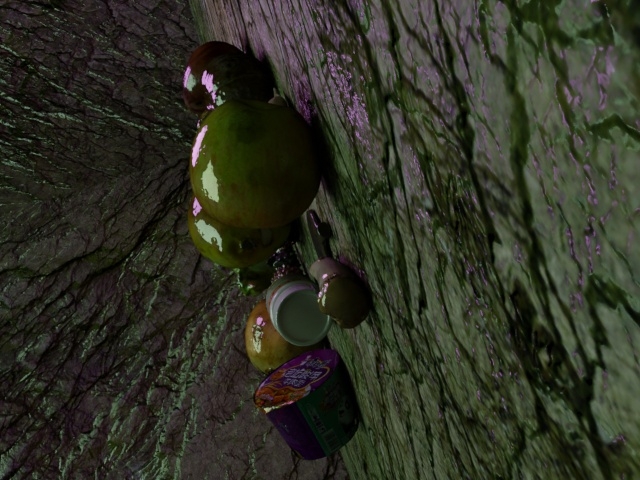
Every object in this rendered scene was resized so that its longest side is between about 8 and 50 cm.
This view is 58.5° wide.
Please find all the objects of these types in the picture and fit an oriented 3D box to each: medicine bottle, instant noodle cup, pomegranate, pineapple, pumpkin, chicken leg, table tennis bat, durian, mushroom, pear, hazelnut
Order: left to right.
[{"bbox_3d":[-0.228,-0.351,1.270,0.204,0.177,0.178,153,98,-82],"label":"hazelnut"},{"bbox_3d":[-0.166,-0.252,1.112,0.219,0.162,0.219,159,90,-79],"label":"pumpkin"},{"bbox_3d":[-0.200,-0.061,1.411,0.321,0.268,0.269,-103,0,-55],"label":"pear"},{"bbox_3d":[-0.199,-0.024,1.820,0.256,0.204,0.340,105,158,-51],"label":"durian"},{"bbox_3d":[-0.106,0.291,1.702,0.260,0.260,0.261,161,90,-82],"label":"pomegranate"},{"bbox_3d":[-0.099,0.076,1.626,0.125,0.125,0.252,87,167,-63],"label":"pineapple"},{"bbox_3d":[-0.091,-0.017,1.544,0.205,0.053,0.093,157,117,-75],"label":"chicken leg"},{"bbox_3d":[-0.051,0.158,1.330,0.252,0.144,0.145,-158,49,-78],"label":"medicine bottle"},{"bbox_3d":[-0.023,0.429,1.479,0.190,0.251,0.251,64,174,-12],"label":"instant noodle cup"},{"bbox_3d":[0.000,0.000,1.064,0.234,0.022,0.131,113,139,-82],"label":"table tennis bat"},{"bbox_3d":[0.022,0.070,0.900,0.084,0.071,0.209,43,-177,-15],"label":"mushroom"}]

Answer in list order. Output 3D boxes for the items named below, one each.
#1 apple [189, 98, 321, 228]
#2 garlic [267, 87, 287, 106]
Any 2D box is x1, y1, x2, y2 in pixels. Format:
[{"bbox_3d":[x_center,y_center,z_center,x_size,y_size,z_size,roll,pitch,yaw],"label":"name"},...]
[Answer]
[{"bbox_3d":[-0.095,-0.112,0.822,0.196,0.195,0.196,161,90,-82],"label":"apple"},{"bbox_3d":[-0.070,-0.178,0.942,0.084,0.066,0.152,-148,38,-81],"label":"garlic"}]
